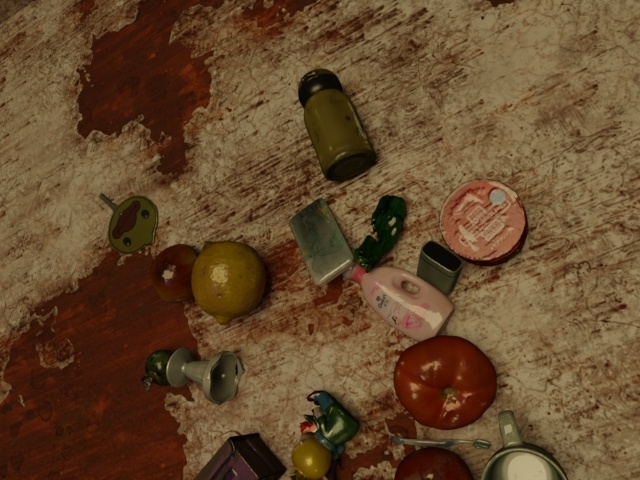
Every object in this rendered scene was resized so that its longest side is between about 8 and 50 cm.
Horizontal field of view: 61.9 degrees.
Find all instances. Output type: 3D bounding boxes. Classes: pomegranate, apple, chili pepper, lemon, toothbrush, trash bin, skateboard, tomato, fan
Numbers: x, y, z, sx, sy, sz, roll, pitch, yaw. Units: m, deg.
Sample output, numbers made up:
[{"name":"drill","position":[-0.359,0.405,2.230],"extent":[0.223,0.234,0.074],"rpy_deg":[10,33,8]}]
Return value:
[{"name":"pomegranate","position":[-0.522,0.423,1.725],"extent":[0.122,0.161,0.122],"rpy_deg":[14,123,23]},{"name":"apple","position":[-0.474,0.108,1.776],"extent":[0.173,0.160,0.195],"rpy_deg":[-28,76,-8]},{"name":"chili pepper","position":[0.175,-0.022,1.538],"extent":[0.083,0.099,0.253],"rpy_deg":[-17,38,53]},{"name":"lemon","position":[-0.284,0.126,1.645],"extent":[0.228,0.228,0.254],"rpy_deg":[11,101,23]},{"name":"toothbrush","position":[0.317,0.541,1.431],"extent":[0.269,0.027,0.021],"rpy_deg":[-6,90,22]},{"name":"trash bin","position":[0.323,0.076,1.458],"extent":[0.116,0.130,0.059],"rpy_deg":[38,65,24]},{"name":"skateboard","position":[0.033,0.668,1.503],"extent":[0.080,0.067,0.151],"rpy_deg":[-32,66,3]},{"name":"tomato","position":[0.315,0.353,1.371],"extent":[0.259,0.180,0.260],"rpy_deg":[0,106,0]},{"name":"tomato","position":[0.284,0.628,1.339],"extent":[0.208,0.184,0.208],"rpy_deg":[-5,77,20]},{"name":"fan","position":[-0.723,-0.081,1.977],"extent":[0.335,0.011,0.230],"rpy_deg":[36,94,24]}]

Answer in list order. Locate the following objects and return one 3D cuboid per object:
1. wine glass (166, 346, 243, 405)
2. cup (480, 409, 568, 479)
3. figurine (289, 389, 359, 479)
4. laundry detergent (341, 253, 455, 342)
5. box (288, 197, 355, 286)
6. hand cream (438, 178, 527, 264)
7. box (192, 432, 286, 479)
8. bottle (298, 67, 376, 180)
[{"name":"wine glass","position":[-0.363,0.410,1.664],"extent":[0.196,0.165,0.165],"rpy_deg":[7,82,30]},{"name":"cup","position":[0.473,0.528,1.256],"extent":[0.186,0.234,0.258],"rpy_deg":[-16,75,18]},{"name":"figurine","position":[-0.018,0.551,1.489],"extent":[0.185,0.127,0.234],"rpy_deg":[37,85,33]},{"name":"laundry detergent","position":[0.208,0.151,1.517],"extent":[0.335,0.088,0.159],"rpy_deg":[34,95,24]},{"name":"box","position":[0.000,0.000,1.613],"extent":[0.142,0.044,0.285],"rpy_deg":[-37,49,13]},{"name":"hand cream","position":[0.439,-0.044,1.432],"extent":[0.230,0.149,0.230],"rpy_deg":[-3,81,21]},{"name":"box","position":[-0.252,0.706,1.542],"extent":[0.153,0.188,0.252],"rpy_deg":[41,93,26]},{"name":"bottle","position":[0.037,-0.373,1.649],"extent":[0.171,0.171,0.351],"rpy_deg":[-24,70,16]}]
